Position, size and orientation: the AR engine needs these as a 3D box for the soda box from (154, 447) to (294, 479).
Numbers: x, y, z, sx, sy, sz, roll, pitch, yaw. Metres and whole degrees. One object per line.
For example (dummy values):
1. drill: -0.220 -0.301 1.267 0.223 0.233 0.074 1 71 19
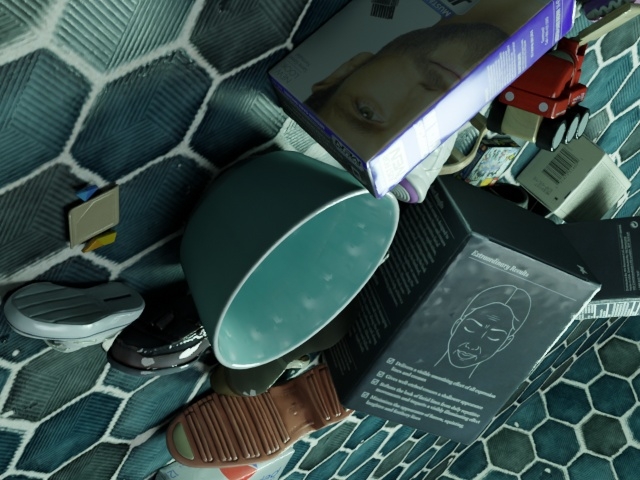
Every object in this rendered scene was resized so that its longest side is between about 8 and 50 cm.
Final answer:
1. soda box: -0.186 0.440 2.008 0.286 0.091 0.098 -16 143 -48

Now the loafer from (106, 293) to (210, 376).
1. loafer: -0.182 0.104 1.486 0.302 0.109 0.095 -17 127 -59

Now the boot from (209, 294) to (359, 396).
1. boot: -0.063 0.160 1.788 0.305 0.112 0.115 -33 -176 -34

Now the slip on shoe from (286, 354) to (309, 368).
1. slip on shoe: -0.057 0.202 1.895 0.135 0.051 0.041 5 95 -62

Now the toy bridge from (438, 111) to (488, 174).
1. toy bridge: 0.210 -0.142 1.740 0.188 0.063 0.026 -34 154 -24

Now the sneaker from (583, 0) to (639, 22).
1. sneaker: 0.522 -0.444 1.729 0.236 0.104 0.095 -34 167 35

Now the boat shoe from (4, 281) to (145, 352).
1. boat shoe: -0.299 0.102 1.291 0.076 0.083 0.226 -54 155 18

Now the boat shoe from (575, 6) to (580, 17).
1. boat shoe: 0.236 -0.309 1.481 0.305 0.091 0.109 -25 -174 -34

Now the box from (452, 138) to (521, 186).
1. box: 0.299 -0.139 1.932 0.137 0.027 0.094 -8 138 -54

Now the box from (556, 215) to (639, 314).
1. box: 0.537 0.069 2.264 0.294 0.183 0.296 -7 168 12

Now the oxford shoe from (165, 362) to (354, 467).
1. oxford shoe: -0.112 0.327 1.899 0.397 0.140 0.146 -9 163 -37

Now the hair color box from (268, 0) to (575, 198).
1. hair color box: 0.126 -0.234 1.307 0.339 0.185 0.110 -42 156 -7

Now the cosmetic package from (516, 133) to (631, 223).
1. cosmetic package: 0.533 -0.122 2.231 0.160 0.113 0.309 -49 157 9

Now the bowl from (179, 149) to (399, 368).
1. bowl: -0.063 0.003 1.411 0.311 0.163 0.311 -36 155 -20

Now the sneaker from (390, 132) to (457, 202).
1. sneaker: 0.133 -0.175 1.543 0.152 0.114 0.305 -54 163 -14

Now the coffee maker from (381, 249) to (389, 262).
1. coffee maker: 0.000 0.000 1.598 0.178 0.120 0.171 -46 133 -1

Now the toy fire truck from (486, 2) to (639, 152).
1. toy fire truck: 0.402 -0.281 1.741 0.217 0.158 0.246 -24 132 -57

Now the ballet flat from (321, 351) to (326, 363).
1. ballet flat: 0.038 0.245 2.082 0.072 0.068 0.213 -38 156 -15

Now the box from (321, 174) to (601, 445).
1. box: 0.229 0.123 1.870 0.293 0.212 0.395 22 116 -28

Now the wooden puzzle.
1. wooden puzzle: -0.262 -0.028 1.231 0.078 0.014 0.116 -32 154 -37

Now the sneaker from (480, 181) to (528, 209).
1. sneaker: 0.276 -0.022 2.015 0.295 0.104 0.147 -23 134 -27
